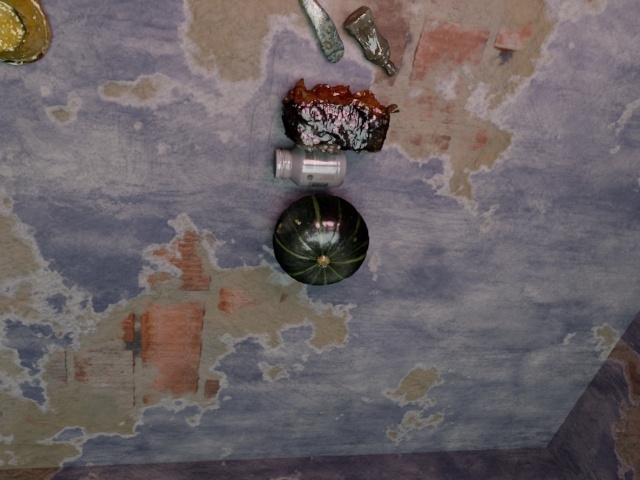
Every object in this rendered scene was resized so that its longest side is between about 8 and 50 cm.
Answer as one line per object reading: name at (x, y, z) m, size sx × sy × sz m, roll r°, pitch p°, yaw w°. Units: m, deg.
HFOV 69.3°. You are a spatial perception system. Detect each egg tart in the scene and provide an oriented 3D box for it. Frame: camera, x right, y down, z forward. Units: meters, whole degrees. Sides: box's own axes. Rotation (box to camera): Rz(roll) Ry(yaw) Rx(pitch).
egg tart at (-0.785, -0.537, 1.140) m, size 0.213 × 0.090 × 0.212 m, roll -5°, pitch 125°, yaw -7°

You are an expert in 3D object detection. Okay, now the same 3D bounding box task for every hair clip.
hair clip at (0.002, -0.602, 1.294) m, size 0.066 × 0.036 × 0.229 m, roll -35°, pitch 122°, yaw 3°

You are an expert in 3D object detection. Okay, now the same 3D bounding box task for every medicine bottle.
medicine bottle at (-0.037, -0.236, 1.453) m, size 0.215 × 0.135 × 0.135 m, roll 1°, pitch 121°, yaw -13°

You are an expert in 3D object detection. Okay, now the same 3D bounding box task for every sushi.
sushi at (0.060, -0.355, 1.367) m, size 0.343 × 0.196 × 0.182 m, roll 0°, pitch 128°, yaw -12°

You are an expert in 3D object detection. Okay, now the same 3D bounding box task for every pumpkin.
pumpkin at (0.000, 0.000, 1.544) m, size 0.323 × 0.241 × 0.323 m, roll -5°, pitch 120°, yaw -9°

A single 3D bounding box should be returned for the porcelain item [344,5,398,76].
porcelain item at (0.157, -0.560, 1.342) m, size 0.081 × 0.069 × 0.215 m, roll -39°, pitch 126°, yaw 7°
